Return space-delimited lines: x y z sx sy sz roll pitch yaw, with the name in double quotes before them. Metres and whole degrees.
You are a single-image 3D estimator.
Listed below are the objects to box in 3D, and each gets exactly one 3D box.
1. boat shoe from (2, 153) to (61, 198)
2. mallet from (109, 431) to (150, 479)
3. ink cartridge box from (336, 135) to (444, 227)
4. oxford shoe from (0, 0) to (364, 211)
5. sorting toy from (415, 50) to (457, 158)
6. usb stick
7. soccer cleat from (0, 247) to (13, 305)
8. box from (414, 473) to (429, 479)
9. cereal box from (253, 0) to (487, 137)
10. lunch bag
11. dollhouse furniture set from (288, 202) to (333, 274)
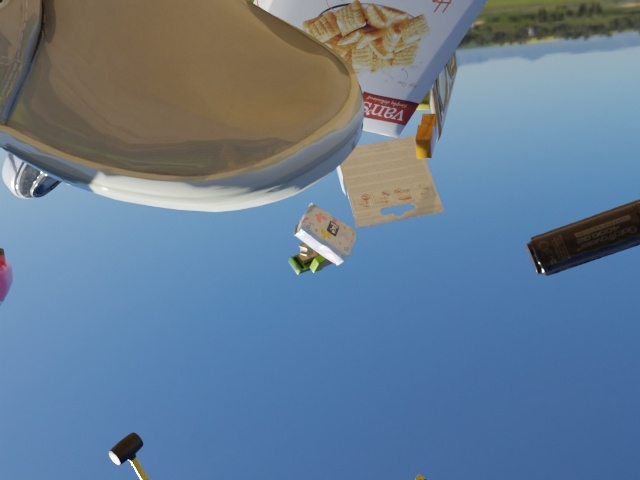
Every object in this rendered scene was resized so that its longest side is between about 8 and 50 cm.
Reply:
"boat shoe" -0.343 -0.129 0.999 0.306 0.105 0.113 -37 179 31
"mallet" -0.351 0.473 1.382 0.062 0.190 0.039 -26 -173 -42
"ink cartridge box" 0.111 -0.090 1.160 0.145 0.045 0.179 -11 -127 -3
"oxford shoe" -0.169 -0.160 0.425 0.449 0.130 0.169 34 -122 25
"sorting toy" 0.146 -0.253 0.954 0.041 0.229 0.307 2 -143 17
"usb stick" 0.504 -0.013 1.240 0.278 0.077 0.045 -20 170 8
"soccer cleat" -0.341 0.086 0.550 0.116 0.143 0.331 4 -172 -3
"box" 0.165 0.500 1.189 0.105 0.179 0.043 37 168 -23
"cereal box" 0.043 -0.199 0.571 0.173 0.240 0.047 8 -135 -25
"lunch bag" 0.007 -0.008 0.902 0.071 0.053 0.083 35 -169 -7
"dollhouse furniture set" 0.000 0.000 1.226 0.058 0.152 0.076 -22 -116 -38
